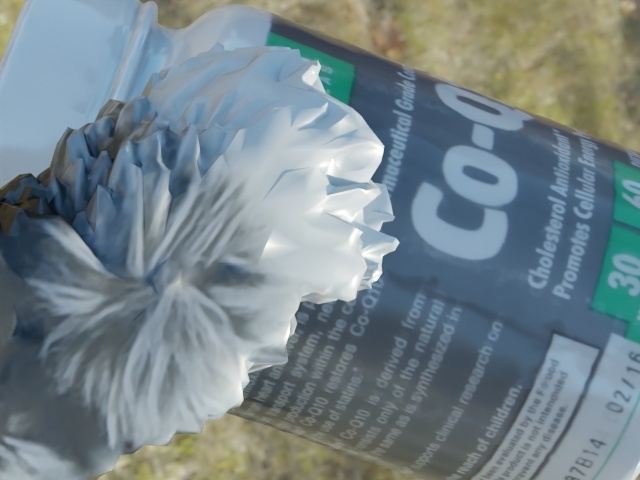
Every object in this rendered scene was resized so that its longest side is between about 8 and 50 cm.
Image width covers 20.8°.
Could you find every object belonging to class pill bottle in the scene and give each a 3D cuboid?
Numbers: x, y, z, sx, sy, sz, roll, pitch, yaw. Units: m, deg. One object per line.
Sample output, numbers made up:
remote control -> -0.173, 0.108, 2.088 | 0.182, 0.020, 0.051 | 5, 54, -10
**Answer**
pill bottle -> 0.000, 0.000, 0.906 | 0.361, 0.204, 0.204 | 19, 42, -9

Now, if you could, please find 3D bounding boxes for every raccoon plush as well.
raccoon plush -> -0.207, 0.105, 0.519 | 0.446, 0.299, 0.216 | -35, 122, -24
